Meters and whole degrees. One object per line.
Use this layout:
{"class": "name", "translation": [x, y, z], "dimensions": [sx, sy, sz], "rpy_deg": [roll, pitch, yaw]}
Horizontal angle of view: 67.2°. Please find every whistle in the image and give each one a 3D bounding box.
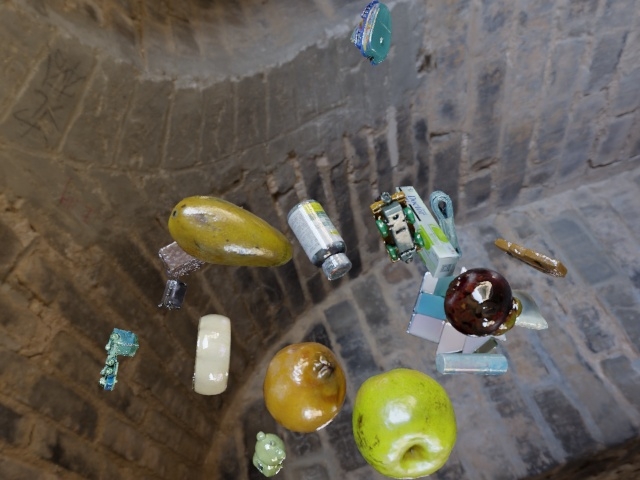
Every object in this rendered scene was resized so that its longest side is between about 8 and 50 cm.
{"class": "whistle", "translation": [-0.192, 0.815, 1.818], "dimensions": [0.131, 0.106, 0.288], "rpy_deg": [33, 139, 22]}

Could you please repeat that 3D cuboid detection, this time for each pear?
{"class": "pear", "translation": [0.292, 0.634, 1.726], "dimensions": [0.391, 0.392, 0.390], "rpy_deg": [163, 90, -88]}

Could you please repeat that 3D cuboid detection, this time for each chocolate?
{"class": "chocolate", "translation": [-0.366, 0.007, 1.549], "dimensions": [0.111, 0.321, 0.112], "rpy_deg": [60, 167, 4]}

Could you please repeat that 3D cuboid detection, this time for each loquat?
{"class": "loquat", "translation": [-0.056, 0.542, 1.793], "dimensions": [0.328, 0.329, 0.328], "rpy_deg": [163, 90, -88]}

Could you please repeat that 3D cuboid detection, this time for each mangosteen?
{"class": "mangosteen", "translation": [0.443, 0.177, 1.330], "dimensions": [0.210, 0.210, 0.209], "rpy_deg": [163, 90, -88]}

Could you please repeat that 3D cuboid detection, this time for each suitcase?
{"class": "suitcase", "translation": [-0.616, 0.228, 2.025], "dimensions": [0.086, 0.059, 0.126], "rpy_deg": [40, -119, -59]}

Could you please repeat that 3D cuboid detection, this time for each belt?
{"class": "belt", "translation": [0.507, -0.054, 1.967], "dimensions": [0.072, 0.088, 0.302], "rpy_deg": [-107, 1, -73]}

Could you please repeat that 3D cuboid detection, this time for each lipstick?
{"class": "lipstick", "translation": [0.342, 0.280, 1.092], "dimensions": [0.048, 0.158, 0.047], "rpy_deg": [-176, 90, -76]}

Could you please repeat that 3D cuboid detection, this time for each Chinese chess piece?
{"class": "Chinese chess piece", "translation": [-0.373, 0.388, 1.649], "dimensions": [0.270, 0.112, 0.269], "rpy_deg": [-175, 90, -76]}

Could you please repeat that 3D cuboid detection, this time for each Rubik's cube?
{"class": "Rubik's cube", "translation": [0.565, 0.318, 1.952], "dimensions": [0.358, 0.369, 0.386], "rpy_deg": [34, -107, -68]}

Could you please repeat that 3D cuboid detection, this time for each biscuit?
{"class": "biscuit", "translation": [0.773, 0.074, 1.741], "dimensions": [0.278, 0.043, 0.301], "rpy_deg": [28, -177, 2]}

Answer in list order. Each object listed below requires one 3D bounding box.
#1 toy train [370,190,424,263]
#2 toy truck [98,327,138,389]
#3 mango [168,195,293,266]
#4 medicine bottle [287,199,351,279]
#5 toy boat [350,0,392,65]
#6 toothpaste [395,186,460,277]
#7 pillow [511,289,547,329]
{"class": "toy train", "translation": [0.186, -0.037, 1.207], "dimensions": [0.136, 0.091, 0.227], "rpy_deg": [-113, -3, -57]}
{"class": "toy truck", "translation": [-0.557, 0.332, 1.339], "dimensions": [0.067, 0.082, 0.175], "rpy_deg": [-56, 31, 31]}
{"class": "mango", "translation": [-0.231, -0.006, 1.265], "dimensions": [0.176, 0.330, 0.175], "rpy_deg": [-77, 10, -76]}
{"class": "medicine bottle", "translation": [0.000, 0.000, 1.756], "dimensions": [0.293, 0.142, 0.141], "rpy_deg": [59, 172, 25]}
{"class": "toy boat", "translation": [0.108, -0.486, 1.125], "dimensions": [0.091, 0.110, 0.174], "rpy_deg": [27, -112, -41]}
{"class": "toothpaste", "translation": [0.302, -0.033, 1.429], "dimensions": [0.336, 0.067, 0.081], "rpy_deg": [-111, 22, -46]}
{"class": "pillow", "translation": [0.795, 0.266, 1.927], "dimensions": [0.254, 0.145, 0.078], "rpy_deg": [-81, -5, -66]}
